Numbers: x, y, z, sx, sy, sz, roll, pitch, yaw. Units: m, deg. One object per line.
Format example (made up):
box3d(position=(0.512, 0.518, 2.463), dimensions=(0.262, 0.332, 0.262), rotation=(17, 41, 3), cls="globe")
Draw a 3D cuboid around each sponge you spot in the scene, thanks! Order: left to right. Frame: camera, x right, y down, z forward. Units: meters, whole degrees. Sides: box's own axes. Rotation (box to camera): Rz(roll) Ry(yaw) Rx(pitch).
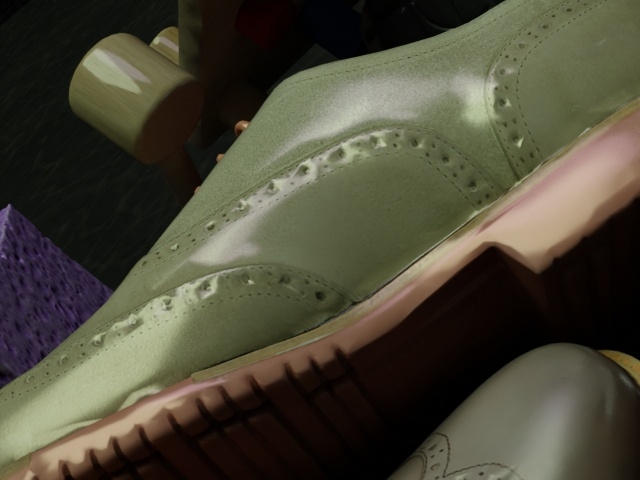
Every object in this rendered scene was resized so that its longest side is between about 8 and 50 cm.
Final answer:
box3d(position=(-0.187, 0.060, 0.830), dimensions=(0.031, 0.117, 0.210), rotation=(-40, 24, 11), cls="sponge")

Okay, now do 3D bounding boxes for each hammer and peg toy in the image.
box3d(position=(-0.043, -0.172, 0.827), dimensions=(0.361, 0.127, 0.266), rotation=(-48, -14, -24), cls="hammer and peg toy")

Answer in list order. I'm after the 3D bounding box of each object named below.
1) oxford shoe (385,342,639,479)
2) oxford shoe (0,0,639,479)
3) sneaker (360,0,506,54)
box3d(position=(-0.018, 0.158, 0.380), dimensions=(0.364, 0.133, 0.130), rotation=(-50, 24, -14), cls="oxford shoe")
box3d(position=(-0.011, 0.024, 0.492), dimensions=(0.397, 0.140, 0.146), rotation=(-28, 56, -6), cls="oxford shoe")
box3d(position=(0.144, -0.186, 0.785), dimensions=(0.267, 0.101, 0.106), rotation=(-30, 4, 33), cls="sneaker")
